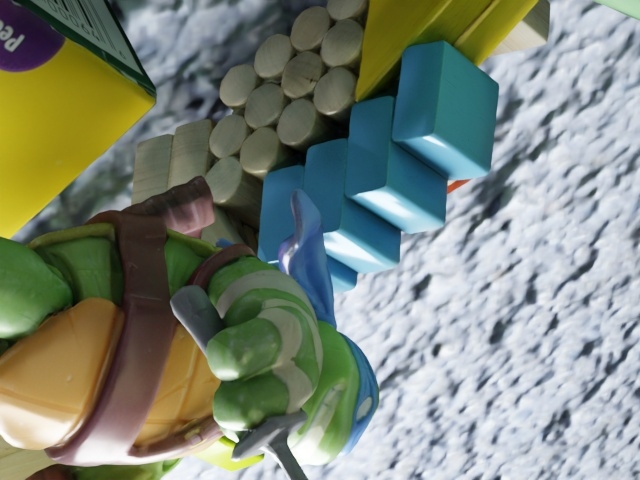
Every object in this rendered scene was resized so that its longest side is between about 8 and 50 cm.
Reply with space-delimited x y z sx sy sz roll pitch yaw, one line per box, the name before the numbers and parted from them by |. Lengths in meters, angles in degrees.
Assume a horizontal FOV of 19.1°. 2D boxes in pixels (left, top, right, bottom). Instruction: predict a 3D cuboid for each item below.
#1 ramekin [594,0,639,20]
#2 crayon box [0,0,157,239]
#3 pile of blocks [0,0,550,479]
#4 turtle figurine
ramekin | 0.130 -0.212 0.604 0.303 0.148 0.303 -14 122 -23
crayon box | -0.286 -0.047 0.613 0.313 0.106 0.363 -40 141 13
pile of blocks | 0.000 0.000 0.809 0.362 0.149 0.112 -44 139 15
turtle figurine | -0.094 0.076 0.601 0.266 0.275 0.198 19 160 -22
